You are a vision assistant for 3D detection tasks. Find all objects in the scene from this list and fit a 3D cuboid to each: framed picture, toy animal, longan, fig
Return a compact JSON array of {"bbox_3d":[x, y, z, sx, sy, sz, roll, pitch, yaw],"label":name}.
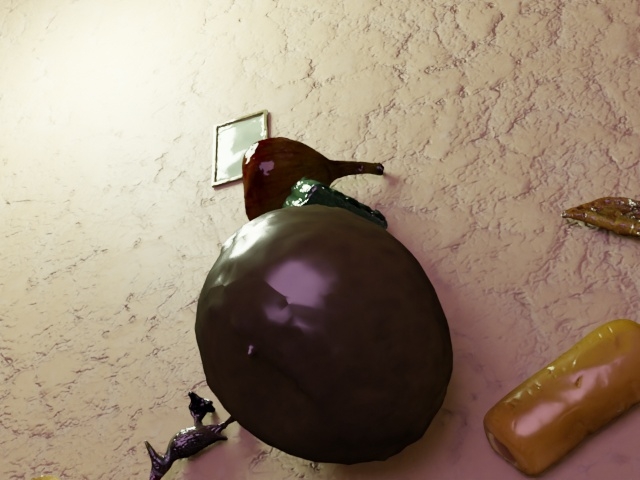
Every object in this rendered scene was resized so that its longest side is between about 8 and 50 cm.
[{"bbox_3d":[-0.182,-0.211,2.251,0.136,0.010,0.200,-16,47,14],"label":"framed picture"},{"bbox_3d":[-0.233,0.353,1.766,0.105,0.070,0.202,38,69,22],"label":"toy animal"},{"bbox_3d":[-0.003,0.146,1.605,0.404,0.404,0.436,-38,49,-9],"label":"longan"},{"bbox_3d":[-0.032,-0.113,2.039,0.290,0.190,0.190,2,38,-29],"label":"fig"}]

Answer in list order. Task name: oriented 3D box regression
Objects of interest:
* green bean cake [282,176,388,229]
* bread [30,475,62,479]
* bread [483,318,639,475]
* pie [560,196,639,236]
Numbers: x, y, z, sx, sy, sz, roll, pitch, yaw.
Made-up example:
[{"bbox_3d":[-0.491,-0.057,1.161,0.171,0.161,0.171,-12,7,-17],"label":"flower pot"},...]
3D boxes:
[{"bbox_3d":[0.000,0.000,1.911,0.208,0.193,0.107,-62,31,2],"label":"green bean cake"},{"bbox_3d":[-0.433,0.585,1.565,0.165,0.236,0.375,-1,38,-33],"label":"bread"},{"bbox_3d":[0.399,0.239,1.555,0.305,0.091,0.142,-35,41,-6],"label":"bread"},{"bbox_3d":[0.534,-0.044,1.765,0.191,0.033,0.088,18,54,41],"label":"pie"}]
